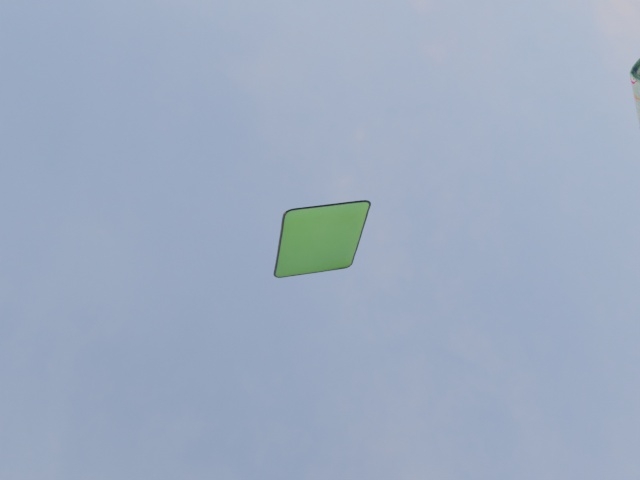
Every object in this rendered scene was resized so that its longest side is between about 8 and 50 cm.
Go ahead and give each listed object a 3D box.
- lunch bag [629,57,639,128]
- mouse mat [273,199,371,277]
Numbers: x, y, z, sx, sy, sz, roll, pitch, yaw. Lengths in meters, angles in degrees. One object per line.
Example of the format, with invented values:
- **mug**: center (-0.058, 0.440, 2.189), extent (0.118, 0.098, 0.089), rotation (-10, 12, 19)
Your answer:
- **lunch bag**: center (0.776, -0.352, 1.390), extent (0.262, 0.223, 0.160), rotation (-50, -128, 2)
- **mouse mat**: center (0.000, 0.000, 1.171), extent (0.152, 0.190, 0.007), rotation (-7, -128, -17)
